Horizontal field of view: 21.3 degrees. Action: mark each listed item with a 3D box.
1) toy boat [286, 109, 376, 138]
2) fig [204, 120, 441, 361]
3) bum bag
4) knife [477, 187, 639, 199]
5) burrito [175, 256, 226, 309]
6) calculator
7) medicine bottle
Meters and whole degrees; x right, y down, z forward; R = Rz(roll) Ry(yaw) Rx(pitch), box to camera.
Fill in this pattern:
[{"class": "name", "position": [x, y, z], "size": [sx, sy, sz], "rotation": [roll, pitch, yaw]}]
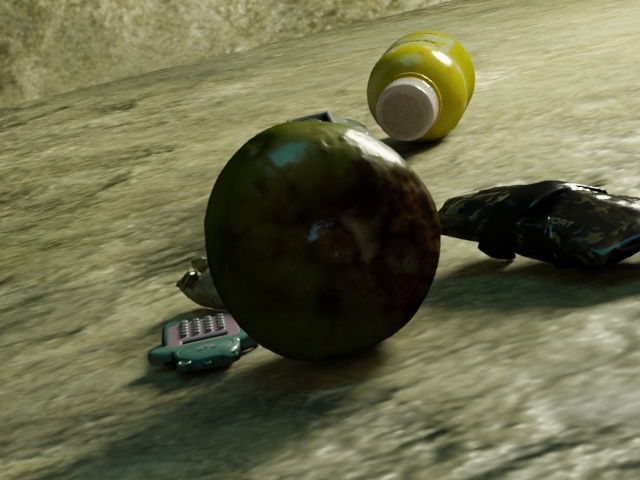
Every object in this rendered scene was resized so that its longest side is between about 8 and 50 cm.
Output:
[{"class": "toy boat", "position": [-0.010, -0.106, 1.930], "size": [0.129, 0.088, 0.295], "rotation": [-14, 14, -3]}, {"class": "fig", "position": [0.000, 0.000, 1.298], "size": [0.181, 0.181, 0.191], "rotation": [-15, -6, -4]}, {"class": "bum bag", "position": [0.193, -0.015, 1.396], "size": [0.102, 0.069, 0.248], "rotation": [-4, 6, -40]}, {"class": "knife", "position": [0.233, -0.034, 1.557], "size": [0.035, 0.018, 0.247], "rotation": [-20, 17, -36]}, {"class": "burrito", "position": [-0.070, 0.041, 1.492], "size": [0.055, 0.041, 0.149], "rotation": [-39, 29, -32]}, {"class": "calculator", "position": [-0.095, 0.083, 1.392], "size": [0.094, 0.019, 0.141], "rotation": [-12, 13, -4]}, {"class": "medicine bottle", "position": [0.114, -0.174, 2.013], "size": [0.121, 0.122, 0.212], "rotation": [-10, 14, 14]}]
